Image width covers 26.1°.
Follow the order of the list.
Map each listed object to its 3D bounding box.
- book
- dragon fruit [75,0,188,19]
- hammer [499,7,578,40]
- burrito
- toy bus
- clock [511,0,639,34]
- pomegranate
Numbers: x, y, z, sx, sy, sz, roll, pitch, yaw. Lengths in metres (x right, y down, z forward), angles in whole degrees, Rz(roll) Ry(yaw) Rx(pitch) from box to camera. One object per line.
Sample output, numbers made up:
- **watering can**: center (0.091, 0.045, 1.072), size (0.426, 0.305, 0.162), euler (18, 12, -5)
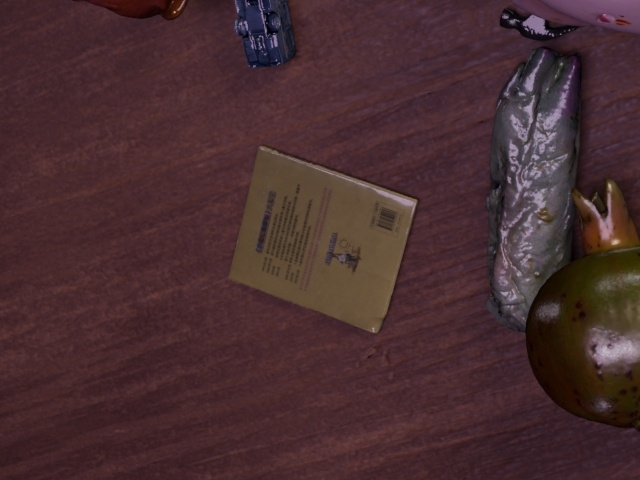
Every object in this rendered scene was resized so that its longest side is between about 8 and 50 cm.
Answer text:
- **book**: center (0.000, 0.000, 1.543), size (0.192, 0.013, 0.168), euler (20, 113, 14)
- **dragon fruit**: center (-0.222, -0.367, 1.367), size (0.291, 0.290, 0.189), euler (40, 110, 5)
- **hammer**: center (0.243, -0.290, 1.353), size (0.078, 0.021, 0.201), euler (23, 114, 12)
- **burrito**: center (0.216, -0.049, 1.417), size (0.096, 0.066, 0.309), euler (7, 110, 13)
- **toy bus**: center (-0.065, -0.267, 1.453), size (0.047, 0.065, 0.165), euler (-3, 108, 22)
- **clock**: center (0.311, -0.320, 1.162), size (0.377, 0.250, 0.368), euler (24, 125, -9)
- **pomegranate**: center (0.296, 0.067, 1.352), size (0.198, 0.198, 0.246), euler (-6, 108, 22)
